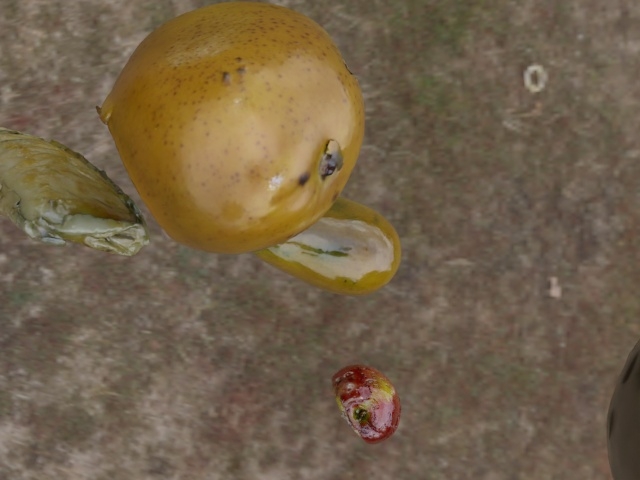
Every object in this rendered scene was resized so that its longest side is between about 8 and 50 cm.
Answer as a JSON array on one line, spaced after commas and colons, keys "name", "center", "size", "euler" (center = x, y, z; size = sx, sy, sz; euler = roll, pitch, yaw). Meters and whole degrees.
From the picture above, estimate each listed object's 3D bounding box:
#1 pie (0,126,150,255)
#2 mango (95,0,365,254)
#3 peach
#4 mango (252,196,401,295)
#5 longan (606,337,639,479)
[{"name": "pie", "center": [-0.241, -0.045, 1.199], "size": [0.128, 0.282, 0.068], "euler": [7, 106, -31]}, {"name": "mango", "center": [-0.068, -0.104, 1.083], "size": [0.191, 0.290, 0.160], "euler": [-29, 122, -4]}, {"name": "peach", "center": [0.047, 0.150, 1.304], "size": [0.050, 0.083, 0.077], "euler": [-36, 95, 8]}, {"name": "mango", "center": [0.002, -0.001, 1.349], "size": [0.163, 0.111, 0.089], "euler": [21, 108, -10]}, {"name": "longan", "center": [0.287, 0.118, 0.726], "size": [0.258, 0.258, 0.258], "euler": [-1, 91, -36]}]
